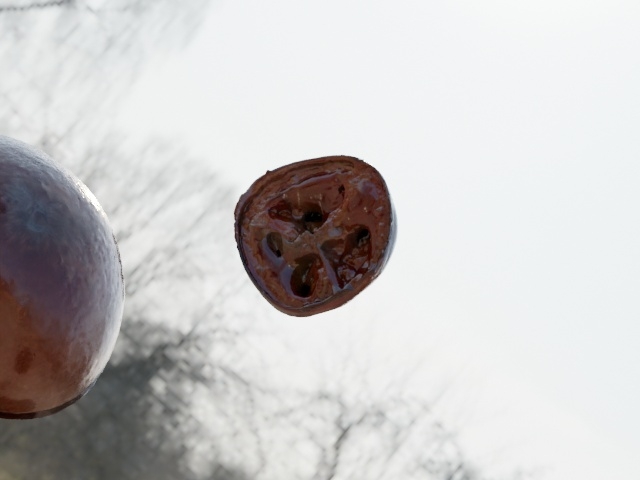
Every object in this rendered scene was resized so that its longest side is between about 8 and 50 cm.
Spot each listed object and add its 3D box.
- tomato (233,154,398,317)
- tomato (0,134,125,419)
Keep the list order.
[{"bbox_3d":[-0.001,0.001,1.963,0.228,0.228,0.101,34,-9,30],"label":"tomato"},{"bbox_3d":[-0.216,0.003,1.061,0.228,0.199,0.112,49,-47,-5],"label":"tomato"}]
